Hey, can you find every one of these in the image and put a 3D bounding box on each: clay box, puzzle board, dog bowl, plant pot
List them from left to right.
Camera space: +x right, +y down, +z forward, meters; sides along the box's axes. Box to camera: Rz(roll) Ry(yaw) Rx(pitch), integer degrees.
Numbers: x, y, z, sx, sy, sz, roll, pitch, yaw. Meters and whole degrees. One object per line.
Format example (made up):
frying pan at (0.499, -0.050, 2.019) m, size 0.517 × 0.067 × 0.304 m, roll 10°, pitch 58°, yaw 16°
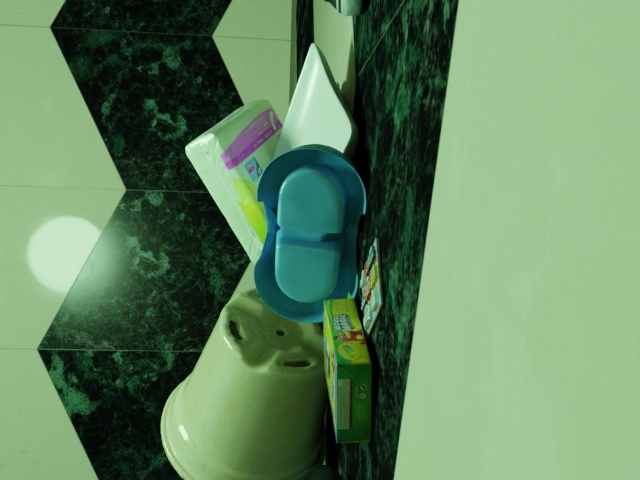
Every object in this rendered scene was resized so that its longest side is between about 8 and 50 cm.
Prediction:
plant pot at (-0.108, 0.265, 1.451) m, size 0.333 × 0.334 × 0.305 m, roll -96°, pitch 21°, yaw -52°
dog bowl at (-0.014, -0.015, 1.216) m, size 0.074 × 0.166 × 0.297 m, roll -73°, pitch -11°, yaw -63°
clay box at (0.035, 0.176, 1.128) m, size 0.222 × 0.053 × 0.127 m, roll -105°, pitch 14°, yaw -68°
puzzle board at (0.068, 0.068, 1.062) m, size 0.128 × 0.011 × 0.096 m, roll 101°, pitch 169°, yaw -62°

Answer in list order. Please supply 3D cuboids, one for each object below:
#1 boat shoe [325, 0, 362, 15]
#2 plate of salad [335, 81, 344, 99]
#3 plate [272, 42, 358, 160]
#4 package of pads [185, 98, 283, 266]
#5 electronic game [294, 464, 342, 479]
boat shoe at (0.006, -0.447, 1.285) m, size 0.335 × 0.119 × 0.121 m, roll -100°, pitch 13°, yaw -64°
plate of salad at (0.017, -0.200, 1.465) m, size 0.200 × 0.048 × 0.199 m, roll -178°, pitch 90°, yaw -85°
plate at (-0.008, -0.158, 1.353) m, size 0.278 × 0.045 × 0.277 m, roll -109°, pitch 31°, yaw -45°
package of pads at (-0.117, -0.117, 1.567) m, size 0.296 × 0.101 × 0.229 m, roll 61°, pitch -147°, yaw -16°
electronic game at (-0.028, 0.460, 1.202) m, size 0.229 × 0.048 × 0.229 m, roll -31°, pitch -52°, yaw -50°
